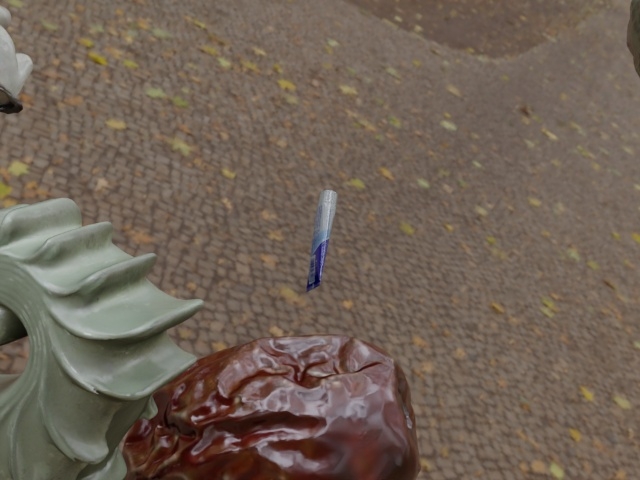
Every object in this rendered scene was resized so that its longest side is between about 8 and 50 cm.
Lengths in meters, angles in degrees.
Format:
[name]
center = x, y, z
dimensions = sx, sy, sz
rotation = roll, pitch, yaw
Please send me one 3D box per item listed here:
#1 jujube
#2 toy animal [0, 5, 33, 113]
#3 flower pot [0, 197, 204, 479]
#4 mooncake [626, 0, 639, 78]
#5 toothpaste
[jujube]
center = -0.065, 0.263, 1.020
dimensions = 0.377, 0.276, 0.276
rotation = -11, 31, 6
[toy animal]
center = -0.170, -0.108, 0.333
dimensions = 0.085, 0.071, 0.124
rotation = 10, 64, -40
[flower pot]
center = -0.297, 0.151, 0.828
dimensions = 0.254, 0.367, 0.164
rotation = 34, 18, 9
[mooncake]
center = 0.277, -0.123, 0.547
dimensions = 0.130, 0.073, 0.125
rotation = 14, 47, -8
[toothpaste]
center = 0.000, 0.000, 0.627
dimensions = 0.015, 0.024, 0.083
rotation = 20, 64, -22
